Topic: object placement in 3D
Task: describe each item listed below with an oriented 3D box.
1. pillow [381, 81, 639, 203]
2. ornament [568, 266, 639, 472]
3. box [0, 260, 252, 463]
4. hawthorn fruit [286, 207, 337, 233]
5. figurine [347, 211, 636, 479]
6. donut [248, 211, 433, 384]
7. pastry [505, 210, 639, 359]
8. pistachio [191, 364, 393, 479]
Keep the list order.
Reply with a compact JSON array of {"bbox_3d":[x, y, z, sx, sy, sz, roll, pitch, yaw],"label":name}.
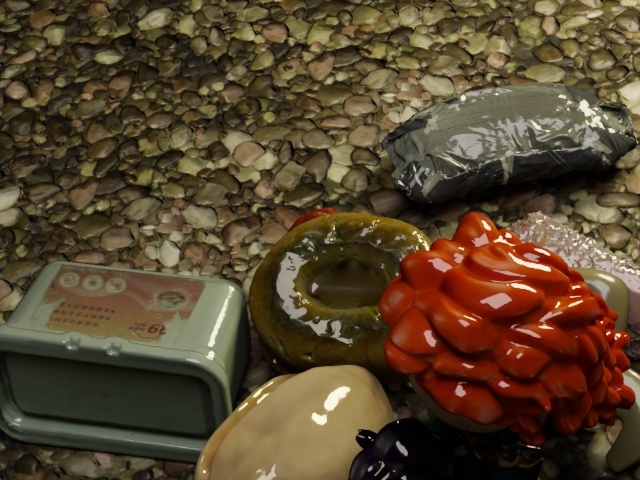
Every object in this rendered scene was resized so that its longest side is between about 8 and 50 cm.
[{"bbox_3d":[0.253,-0.132,2.185,0.335,0.093,0.162,-11,53,-2],"label":"pillow"},{"bbox_3d":[0.306,0.147,1.903,0.244,0.061,0.230,5,83,25],"label":"ornament"},{"bbox_3d":[-0.234,0.134,1.974,0.311,0.175,0.182,5,40,13],"label":"box"},{"bbox_3d":[0.000,0.000,2.116,0.093,0.093,0.093,-4,48,4],"label":"hawthorn fruit"},{"bbox_3d":[0.164,0.172,1.723,0.306,0.412,0.241,5,36,-28],"label":"figurine"},{"bbox_3d":[0.042,0.068,1.973,0.261,0.128,0.209,-3,67,15],"label":"donut"},{"bbox_3d":[0.310,0.041,2.008,0.265,0.112,0.103,32,78,34],"label":"pastry"},{"bbox_3d":[-0.033,0.260,1.825,0.187,0.188,0.299,22,46,25],"label":"pistachio"}]
